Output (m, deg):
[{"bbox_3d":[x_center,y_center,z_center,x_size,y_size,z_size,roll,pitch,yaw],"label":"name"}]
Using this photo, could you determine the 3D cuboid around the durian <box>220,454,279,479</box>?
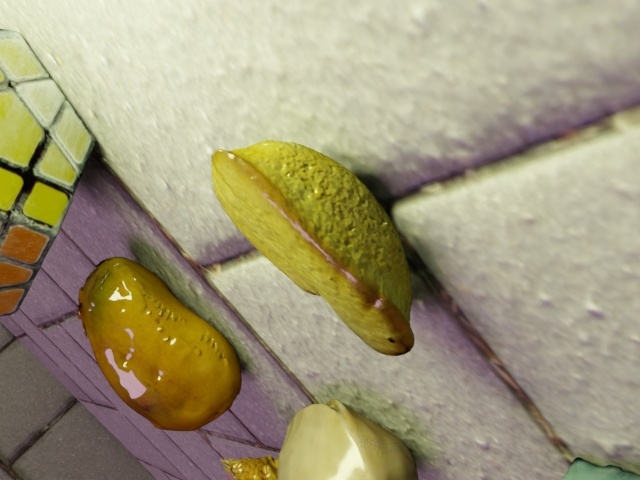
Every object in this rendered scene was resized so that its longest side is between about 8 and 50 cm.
[{"bbox_3d":[0.021,0.376,0.875,0.191,0.112,0.341,5,143,36],"label":"durian"}]

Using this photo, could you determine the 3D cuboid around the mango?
[{"bbox_3d":[-0.197,0.128,0.797,0.156,0.151,0.249,-21,109,25],"label":"mango"}]

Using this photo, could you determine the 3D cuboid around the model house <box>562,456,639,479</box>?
[{"bbox_3d":[0.220,0.352,0.356,0.295,0.329,0.251,48,155,-11],"label":"model house"}]

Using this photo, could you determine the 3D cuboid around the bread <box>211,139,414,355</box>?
[{"bbox_3d":[0.000,0.000,0.449,0.188,0.065,0.149,45,162,-9],"label":"bread"}]

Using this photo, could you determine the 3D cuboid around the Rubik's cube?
[{"bbox_3d":[-0.380,-0.068,0.619,0.319,0.319,0.264,22,118,34],"label":"Rubik's cube"}]

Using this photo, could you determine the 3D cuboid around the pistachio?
[{"bbox_3d":[0.022,0.243,0.678,0.223,0.126,0.152,136,121,-66],"label":"pistachio"}]
